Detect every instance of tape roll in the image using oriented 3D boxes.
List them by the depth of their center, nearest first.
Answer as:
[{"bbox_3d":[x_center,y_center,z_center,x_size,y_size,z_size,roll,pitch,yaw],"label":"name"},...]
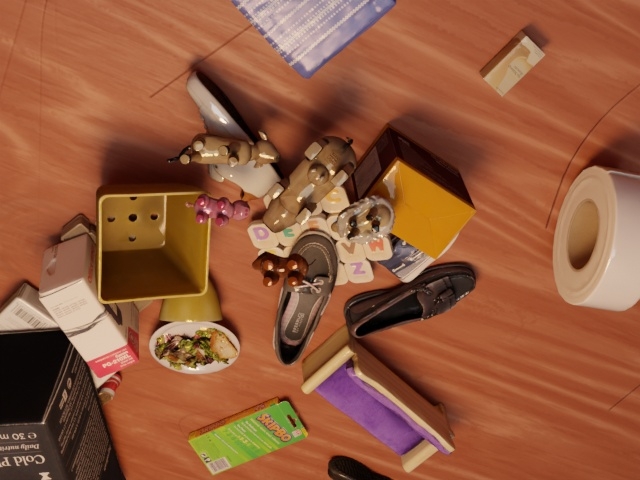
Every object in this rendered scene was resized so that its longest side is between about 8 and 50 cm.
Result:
[{"bbox_3d":[0.567,-0.005,1.846,0.100,0.286,0.286,9,117,-8],"label":"tape roll"}]

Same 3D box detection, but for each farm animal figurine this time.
[{"bbox_3d":[-0.067,-0.096,1.709,0.326,0.172,0.330,-28,97,13],"label":"farm animal figurine"}]

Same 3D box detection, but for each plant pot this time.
[{"bbox_3d":[-0.345,-0.017,1.808,0.212,0.187,0.212,-3,111,-24],"label":"plant pot"},{"bbox_3d":[-0.274,0.120,1.959,0.134,0.134,0.095,1,90,-4],"label":"plant pot"}]

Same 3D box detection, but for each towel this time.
[{"bbox_3d":[-0.047,-0.488,1.696,0.243,0.040,0.336,-38,112,17],"label":"towel"}]

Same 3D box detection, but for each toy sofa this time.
[{"bbox_3d":[0.131,0.374,2.081,0.150,0.177,0.362,-42,114,17],"label":"toy sofa"}]

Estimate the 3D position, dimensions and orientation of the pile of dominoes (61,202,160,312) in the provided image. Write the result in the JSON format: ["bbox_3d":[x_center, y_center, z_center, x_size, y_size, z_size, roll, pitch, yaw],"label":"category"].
[{"bbox_3d":[-0.431,0.041,1.960,0.196,0.040,0.251,-36,123,14],"label":"pile of dominoes"}]

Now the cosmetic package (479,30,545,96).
[{"bbox_3d":[0.370,-0.342,1.790,0.060,0.041,0.115,37,110,-21],"label":"cosmetic package"}]

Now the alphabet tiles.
[{"bbox_3d":[0.000,0.000,1.908,0.284,0.021,0.278,-6,132,15],"label":"alphabet tiles"}]

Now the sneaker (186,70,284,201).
[{"bbox_3d":[-0.193,-0.188,1.799,0.123,0.106,0.290,-31,117,10],"label":"sneaker"}]

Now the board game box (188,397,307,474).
[{"bbox_3d":[-0.169,0.461,2.187,0.259,0.039,0.124,-22,118,11],"label":"board game box"}]

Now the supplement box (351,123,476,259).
[{"bbox_3d":[0.178,-0.099,1.820,0.191,0.194,0.129,30,113,-18],"label":"supplement box"}]

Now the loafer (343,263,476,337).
[{"bbox_3d":[0.199,0.143,2.006,0.302,0.095,0.109,-19,118,6],"label":"loafer"}]

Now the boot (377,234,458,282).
[{"bbox_3d":[0.207,0.005,1.948,0.086,0.069,0.190,34,113,-22],"label":"boot"}]

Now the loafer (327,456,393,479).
[{"bbox_3d":[0.101,0.603,2.254,0.220,0.080,0.078,31,111,-18],"label":"loafer"}]

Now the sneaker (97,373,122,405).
[{"bbox_3d":[-0.492,0.336,2.103,0.042,0.067,0.118,40,139,-24],"label":"sneaker"}]

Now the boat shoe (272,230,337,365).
[{"bbox_3d":[-0.033,0.131,1.946,0.112,0.096,0.335,10,130,-7],"label":"boat shoe"}]

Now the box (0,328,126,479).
[{"bbox_3d":[-0.718,0.469,1.976,0.479,0.297,0.472,-5,125,4],"label":"box"}]

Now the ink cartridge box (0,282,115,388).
[{"bbox_3d":[-0.613,0.253,2.036,0.275,0.060,0.239,40,117,-22],"label":"ink cartridge box"}]

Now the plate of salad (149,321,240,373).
[{"bbox_3d":[-0.277,0.244,2.034,0.199,0.048,0.200,-1,138,-1],"label":"plate of salad"}]

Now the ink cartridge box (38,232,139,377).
[{"bbox_3d":[-0.466,0.132,1.885,0.100,0.172,0.237,-23,124,4],"label":"ink cartridge box"}]
